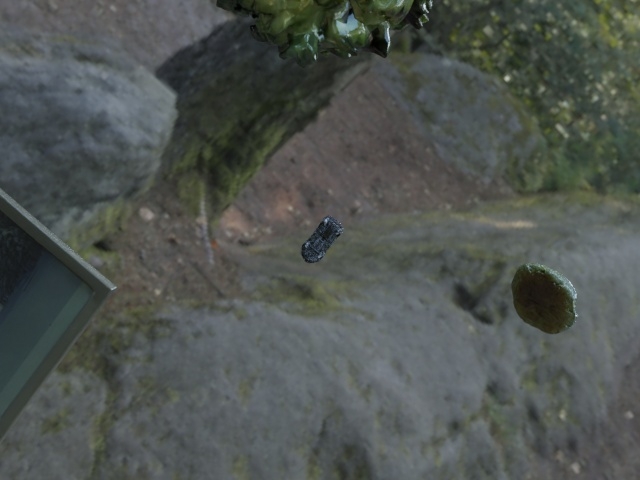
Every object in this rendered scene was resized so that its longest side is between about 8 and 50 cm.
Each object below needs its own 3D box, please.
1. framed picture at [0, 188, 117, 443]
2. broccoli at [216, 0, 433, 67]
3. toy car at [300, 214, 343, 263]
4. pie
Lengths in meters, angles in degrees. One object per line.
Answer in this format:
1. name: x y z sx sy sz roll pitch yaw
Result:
1. framed picture: -0.385 0.093 1.125 0.213 0.289 0.016 40 15 4
2. broccoli: 0.007 -0.333 0.800 0.348 0.281 0.293 50 54 -8
3. toy car: 0.000 0.000 1.716 0.041 0.093 0.025 41 -19 -5
4. pie: 0.233 0.061 1.064 0.020 0.084 0.084 -37 85 -36
